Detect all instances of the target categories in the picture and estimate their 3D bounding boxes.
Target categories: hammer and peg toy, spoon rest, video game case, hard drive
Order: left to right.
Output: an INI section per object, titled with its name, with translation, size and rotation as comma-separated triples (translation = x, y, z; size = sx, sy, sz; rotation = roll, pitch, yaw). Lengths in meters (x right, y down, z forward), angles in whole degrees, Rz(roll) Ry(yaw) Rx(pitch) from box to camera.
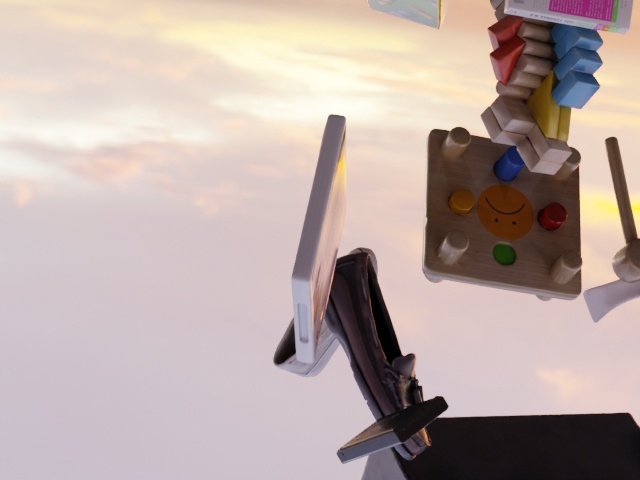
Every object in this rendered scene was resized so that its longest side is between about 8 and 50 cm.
[video game case]
translation = 0.000, 0.000, 1.762
size = 0.026, 0.227, 0.206
rotation = 9, 150, 6
[hard drive]
translation = 0.090, 0.239, 1.887
size = 0.094, 0.022, 0.135
rotation = -31, 180, -37
[hammer and peg toy]
translation = 0.335, -0.038, 2.327
size = 0.361, 0.266, 0.127
rotation = 9, 153, -11
[spoon rest]
translation = 0.564, 0.065, 2.402
size = 0.276, 0.137, 0.084
rotation = -16, 166, -17

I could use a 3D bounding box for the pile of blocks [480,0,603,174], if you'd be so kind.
[pile of blocks]
translation = 0.263, -0.265, 1.779
size = 0.112, 0.362, 0.149
rotation = 5, 175, -38

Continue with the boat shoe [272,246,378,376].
[boat shoe]
translation = 0.004, 0.122, 2.594
size = 0.088, 0.267, 0.096
rotation = 13, -149, -38

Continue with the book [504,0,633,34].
[book]
translation = 0.288, -0.296, 1.713
size = 0.144, 0.096, 0.035
rotation = 10, 168, -6

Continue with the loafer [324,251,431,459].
[loafer]
translation = 0.088, 0.159, 2.096
size = 0.095, 0.303, 0.109
rotation = -29, 177, 11

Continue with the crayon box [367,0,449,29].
[crayon box]
translation = 0.101, -0.310, 1.417
size = 0.081, 0.165, 0.278
rotation = 17, 180, 5

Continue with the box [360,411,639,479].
[box]
translation = 0.294, 0.551, 2.421
size = 0.479, 0.472, 0.297
rotation = 2, -145, -23
